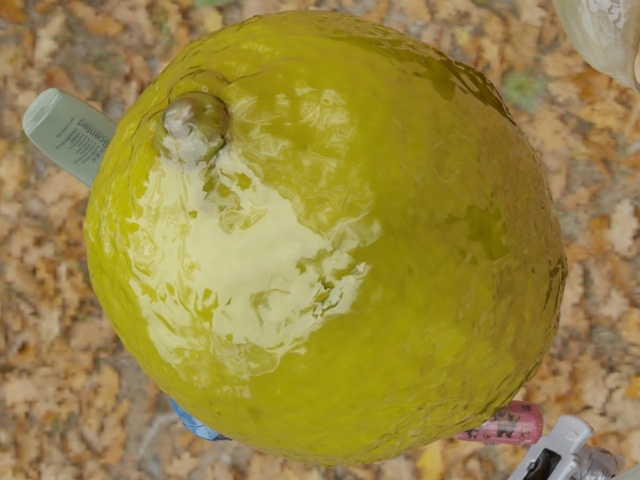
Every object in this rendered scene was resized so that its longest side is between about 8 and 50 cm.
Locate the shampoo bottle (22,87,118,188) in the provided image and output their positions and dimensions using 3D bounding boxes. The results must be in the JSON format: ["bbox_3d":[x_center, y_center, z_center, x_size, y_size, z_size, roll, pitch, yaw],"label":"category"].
[{"bbox_3d":[-0.215,-0.079,1.341,0.072,0.212,0.049,-51,37,1],"label":"shampoo bottle"}]

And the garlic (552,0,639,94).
[{"bbox_3d":[0.290,-0.272,1.195,0.145,0.164,0.245,11,81,49],"label":"garlic"}]

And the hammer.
[{"bbox_3d":[0.152,0.159,1.124,0.043,0.083,0.043,-175,90,-87],"label":"hammer"}]

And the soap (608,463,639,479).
[{"bbox_3d":[0.304,0.303,1.177,0.121,0.063,0.183,129,148,-53],"label":"soap"}]

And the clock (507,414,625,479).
[{"bbox_3d":[0.288,0.308,1.532,0.176,0.117,0.080,-53,30,-9],"label":"clock"}]

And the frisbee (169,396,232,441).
[{"bbox_3d":[-0.135,0.157,1.784,0.242,0.045,0.242,-14,67,37],"label":"frisbee"}]

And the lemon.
[{"bbox_3d":[0.000,0.000,0.750,0.268,0.322,0.268,-20,58,35],"label":"lemon"}]
